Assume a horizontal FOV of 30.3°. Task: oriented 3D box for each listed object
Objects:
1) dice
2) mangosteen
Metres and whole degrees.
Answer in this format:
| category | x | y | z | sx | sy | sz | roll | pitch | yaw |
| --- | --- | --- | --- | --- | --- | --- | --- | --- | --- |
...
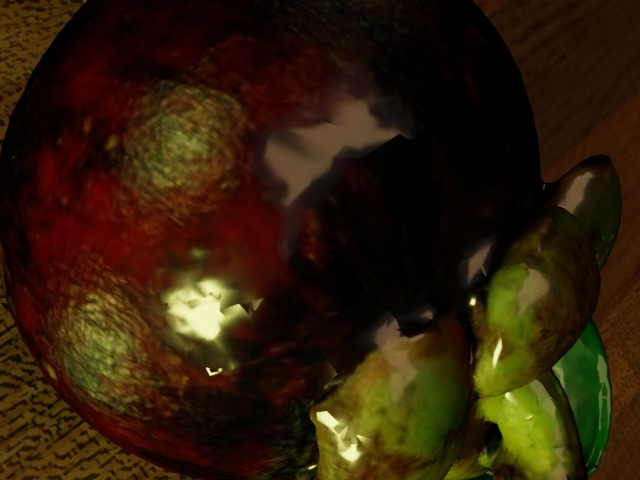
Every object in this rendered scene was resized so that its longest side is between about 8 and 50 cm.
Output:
| category | x | y | z | sx | sy | sz | roll | pitch | yaw |
| --- | --- | --- | --- | --- | --- | --- | --- | --- | --- |
| dice | 0.101 | 0.096 | 0.758 | 0.131 | 0.120 | 0.128 | 8 | 71 | -35 |
| mangosteen | -0.012 | -0.008 | 0.604 | 0.311 | 0.311 | 0.311 | 10 | 71 | -32 |
